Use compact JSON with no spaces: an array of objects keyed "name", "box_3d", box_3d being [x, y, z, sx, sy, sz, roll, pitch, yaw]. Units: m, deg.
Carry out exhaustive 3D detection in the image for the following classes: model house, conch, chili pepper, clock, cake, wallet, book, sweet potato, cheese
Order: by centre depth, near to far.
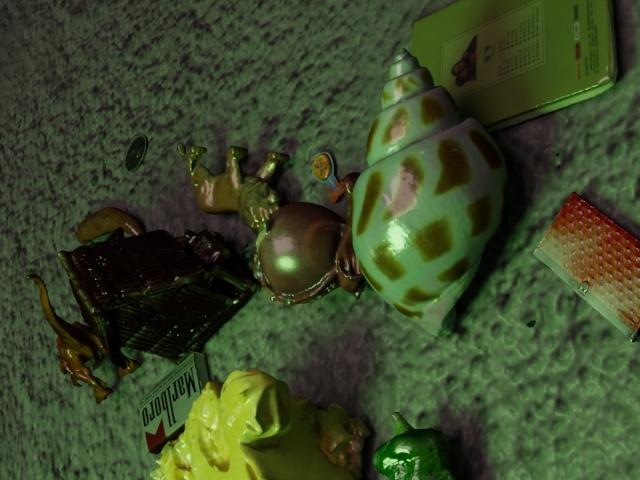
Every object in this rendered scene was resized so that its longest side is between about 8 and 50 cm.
[{"name":"wallet","box_3d":[0.351,0.029,1.281,0.103,0.020,0.196,-59,42,16]},{"name":"chili pepper","box_3d":[0.139,0.350,1.342,0.136,0.099,0.270,-41,52,43]},{"name":"conch","box_3d":[0.139,-0.064,1.428,0.249,0.197,0.368,-16,61,63]},{"name":"book","box_3d":[0.266,-0.273,1.481,0.352,0.035,0.239,-18,61,45]},{"name":"cake","box_3d":[-0.082,0.333,1.500,0.286,0.227,0.222,-52,43,22]},{"name":"cheese","box_3d":[0.012,-0.108,1.721,0.047,0.017,0.111,-53,44,25]},{"name":"model house","box_3d":[-0.327,0.056,1.839,0.297,0.282,0.317,-57,43,18]},{"name":"sweet potato","box_3d":[-0.452,-0.032,2.193,0.255,0.058,0.078,-4,89,45]},{"name":"clock","box_3d":[-0.396,-0.188,2.221,0.083,0.010,0.074,-59,41,15]}]

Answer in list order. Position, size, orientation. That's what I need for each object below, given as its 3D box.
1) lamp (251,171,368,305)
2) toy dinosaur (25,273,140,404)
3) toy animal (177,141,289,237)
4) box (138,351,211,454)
[{"name":"lamp","box_3d":[0.001,0.003,1.611,0.223,0.151,0.215,6,76,13]},{"name":"toy dinosaur","box_3d":[-0.457,0.206,2.006,0.208,0.097,0.432,40,152,12]},{"name":"toy animal","box_3d":[-0.154,-0.090,1.849,0.312,0.097,0.158,8,88,51]},{"name":"box","box_3d":[-0.259,0.294,1.865,0.177,0.036,0.115,-41,49,31]}]
